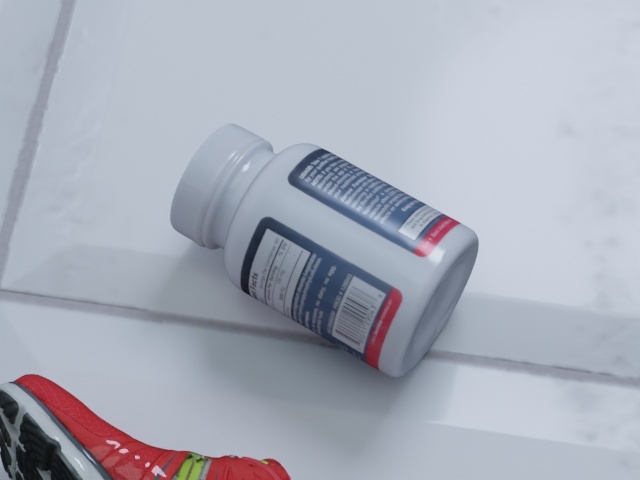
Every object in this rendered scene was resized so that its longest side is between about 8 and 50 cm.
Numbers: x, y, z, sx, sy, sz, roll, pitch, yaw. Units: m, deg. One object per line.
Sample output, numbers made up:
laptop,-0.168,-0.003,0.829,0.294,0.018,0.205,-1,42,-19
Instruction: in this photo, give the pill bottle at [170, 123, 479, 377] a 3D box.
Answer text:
pill bottle,0.000,0.000,1.075,0.180,0.108,0.108,30,68,15

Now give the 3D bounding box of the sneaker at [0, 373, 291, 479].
sneaker,-0.078,0.166,1.016,0.279,0.107,0.118,35,51,13
